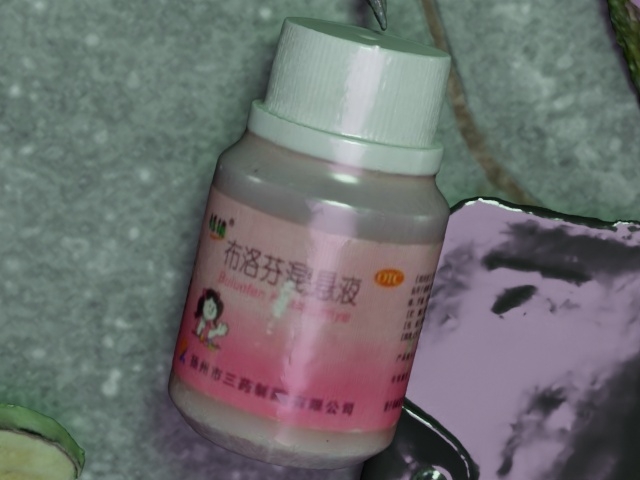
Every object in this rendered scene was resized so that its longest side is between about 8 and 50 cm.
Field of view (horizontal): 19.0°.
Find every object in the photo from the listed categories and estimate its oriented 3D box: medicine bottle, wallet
[{"bbox_3d":[0.000,0.000,1.113,0.147,0.147,0.247,11,102,-7],"label":"medicine bottle"},{"bbox_3d":[0.122,0.156,1.206,0.197,0.051,0.377,13,100,-8],"label":"wallet"}]

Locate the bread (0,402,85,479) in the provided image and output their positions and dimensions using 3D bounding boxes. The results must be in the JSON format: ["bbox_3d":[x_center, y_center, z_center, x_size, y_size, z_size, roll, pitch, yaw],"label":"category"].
[{"bbox_3d":[-0.255,0.174,1.155,0.232,0.064,0.172,-11,123,-16],"label":"bread"}]

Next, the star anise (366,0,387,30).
[{"bbox_3d":[0.030,-0.225,1.098,0.195,0.065,0.182,35,95,-27],"label":"star anise"}]

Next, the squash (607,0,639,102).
[{"bbox_3d":[0.367,-0.133,1.067,0.309,0.310,0.310,-29,104,-12],"label":"squash"}]
